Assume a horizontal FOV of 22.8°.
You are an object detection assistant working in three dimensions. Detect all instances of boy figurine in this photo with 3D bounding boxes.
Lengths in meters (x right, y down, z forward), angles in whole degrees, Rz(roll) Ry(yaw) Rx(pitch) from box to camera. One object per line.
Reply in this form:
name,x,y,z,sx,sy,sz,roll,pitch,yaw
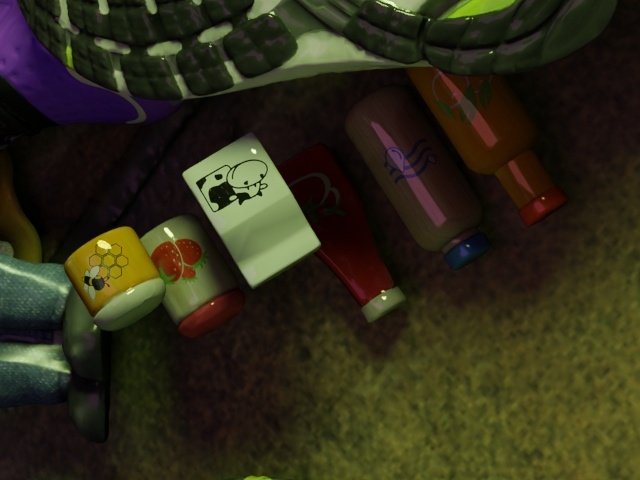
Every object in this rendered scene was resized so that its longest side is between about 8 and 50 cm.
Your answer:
boy figurine,-0.256,0.045,0.868,0.285,0.092,0.177,3,129,-6

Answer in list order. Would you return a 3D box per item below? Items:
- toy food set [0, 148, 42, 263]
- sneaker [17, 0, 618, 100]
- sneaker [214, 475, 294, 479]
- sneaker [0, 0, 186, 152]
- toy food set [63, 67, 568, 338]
toy food set,-0.251,0.037,0.954,0.128,0.071,0.217,30,108,21
sneaker,-0.004,-0.128,0.743,0.300,0.121,0.111,5,109,18
sneaker,0.042,0.260,0.790,0.385,0.147,0.145,38,113,19
sneaker,-0.204,-0.076,0.870,0.293,0.102,0.146,13,67,32
toy food set,0.000,0.000,0.792,0.232,0.111,0.104,-31,80,-6
